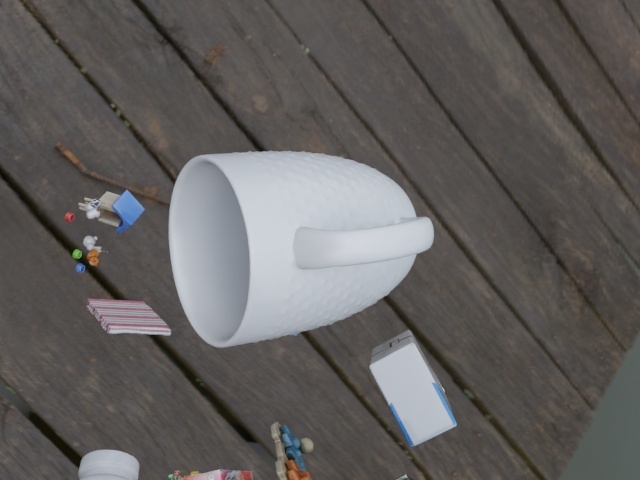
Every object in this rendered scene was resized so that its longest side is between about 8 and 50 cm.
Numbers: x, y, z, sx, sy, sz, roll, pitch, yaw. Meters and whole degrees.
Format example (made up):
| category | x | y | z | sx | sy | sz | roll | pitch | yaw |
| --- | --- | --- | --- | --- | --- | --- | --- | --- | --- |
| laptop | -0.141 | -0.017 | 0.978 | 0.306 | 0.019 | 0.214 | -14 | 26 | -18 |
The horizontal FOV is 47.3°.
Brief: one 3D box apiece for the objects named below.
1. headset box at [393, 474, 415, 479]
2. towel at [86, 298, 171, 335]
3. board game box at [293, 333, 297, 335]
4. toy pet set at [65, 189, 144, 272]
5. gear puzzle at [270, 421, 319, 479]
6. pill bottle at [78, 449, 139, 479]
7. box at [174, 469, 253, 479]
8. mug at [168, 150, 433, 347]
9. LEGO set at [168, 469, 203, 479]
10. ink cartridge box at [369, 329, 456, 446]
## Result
| category | x | y | z | sx | sy | sz | roll | pitch | yaw |
| --- | --- | --- | --- | --- | --- | --- | --- | --- | --- |
| headset box | 0.158 | 0.495 | 1.026 | 0.283 | 0.131 | 0.246 | 48 | 15 | -53 |
| towel | -0.437 | 0.177 | 1.655 | 0.144 | 0.197 | 0.029 | 6 | 102 | -34 |
| board game box | -0.086 | 0.040 | 1.469 | 0.291 | 0.232 | 0.141 | 28 | 26 | -48 |
| toy pet set | -0.334 | -0.017 | 1.152 | 0.065 | 0.122 | 0.114 | 17 | 45 | 12 |
| gear puzzle | 0.000 | 0.359 | 0.871 | 0.044 | 0.339 | 0.175 | -21 | 111 | -1 |
| pill bottle | -0.448 | 0.575 | 1.491 | 0.153 | 0.153 | 0.264 | 25 | 37 | -26 |
| box | -0.245 | 0.438 | 1.057 | 0.300 | 0.142 | 0.154 | -17 | 69 | 9 |
| mug | 0.000 | 0.000 | 1.077 | 0.328 | 0.374 | 0.276 | -7 | 94 | -33 |
| LEGO set | -0.345 | 0.583 | 1.656 | 0.132 | 0.287 | 0.107 | 10 | 36 | -13 |
| ink cartridge box | 0.153 | 0.243 | 1.239 | 0.086 | 0.203 | 0.148 | -29 | 86 | 4 |
